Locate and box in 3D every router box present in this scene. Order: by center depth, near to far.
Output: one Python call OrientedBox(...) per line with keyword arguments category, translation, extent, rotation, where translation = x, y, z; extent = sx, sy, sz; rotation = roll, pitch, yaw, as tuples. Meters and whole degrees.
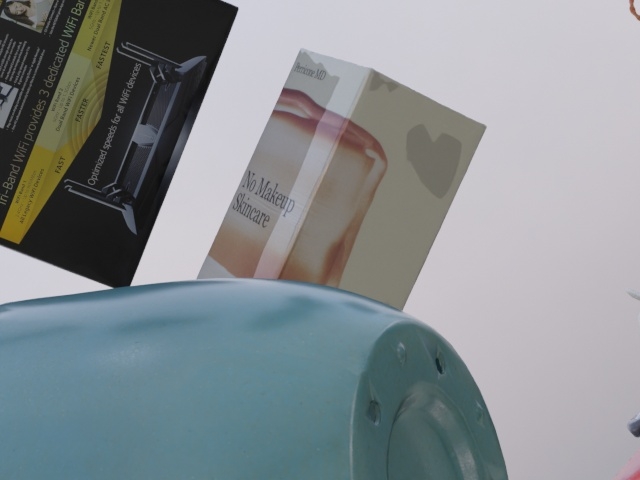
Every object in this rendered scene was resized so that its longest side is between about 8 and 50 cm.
OrientedBox(category="router box", translation=(-0.249, -0.132, 1.456), extent=(0.081, 0.243, 0.309), rotation=(-167, 99, -82))

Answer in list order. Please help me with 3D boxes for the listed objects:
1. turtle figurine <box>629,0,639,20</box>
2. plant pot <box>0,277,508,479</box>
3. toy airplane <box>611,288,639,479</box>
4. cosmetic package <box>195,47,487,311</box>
OrientedBox(category="turtle figurine", translation=(0.348, -0.333, 1.442), extent=(0.269, 0.217, 0.087), rotation=(-33, 0, -24))
OrientedBox(category="plant pot", translation=(-0.040, 0.149, 0.752), extent=(0.235, 0.293, 0.293), rotation=(-15, -19, 27))
OrientedBox(category="toy airplane", translation=(0.492, 0.154, 1.475), extent=(0.272, 0.386, 0.384), rotation=(-11, -71, -76))
OrientedBox(category="cosmetic package", translation=(0.000, 0.000, 1.254), extent=(0.129, 0.153, 0.296), rotation=(24, -89, -28))
